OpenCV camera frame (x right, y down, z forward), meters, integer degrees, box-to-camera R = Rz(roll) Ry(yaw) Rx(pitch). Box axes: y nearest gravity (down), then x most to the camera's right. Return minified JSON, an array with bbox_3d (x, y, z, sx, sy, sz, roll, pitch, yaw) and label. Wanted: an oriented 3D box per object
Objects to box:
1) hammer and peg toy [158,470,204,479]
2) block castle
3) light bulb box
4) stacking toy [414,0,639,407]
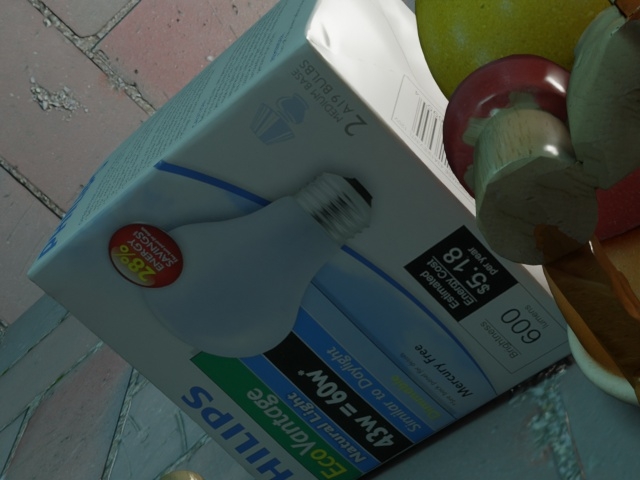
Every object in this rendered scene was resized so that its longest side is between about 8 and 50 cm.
[{"bbox_3d":[-0.130,0.276,0.832,0.266,0.361,0.127,-40,40,21],"label":"hammer and peg toy"},{"bbox_3d":[0.307,-0.071,0.604,0.453,0.303,0.213,-36,12,17],"label":"block castle"},{"bbox_3d":[0.000,0.000,1.123,0.361,0.358,0.225,-37,18,29],"label":"light bulb box"},{"bbox_3d":[0.187,-0.149,0.820,0.350,0.480,0.350,-40,19,17],"label":"stacking toy"}]
